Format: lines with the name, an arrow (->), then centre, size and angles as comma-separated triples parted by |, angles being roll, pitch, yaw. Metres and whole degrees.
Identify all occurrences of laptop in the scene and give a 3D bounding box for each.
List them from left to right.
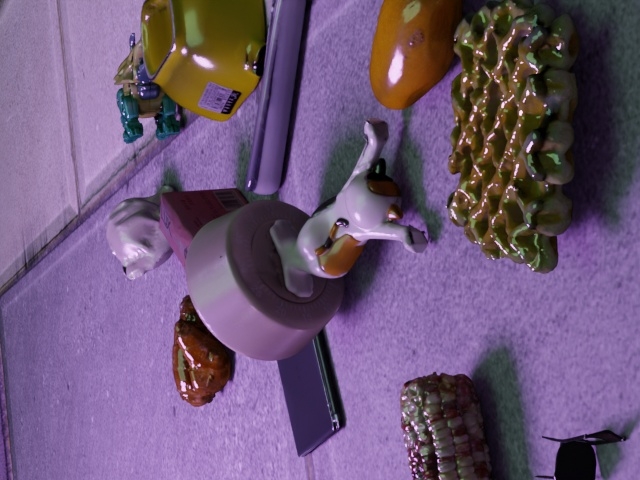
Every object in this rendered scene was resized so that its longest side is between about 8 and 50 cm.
laptop -> -0.019, 0.155, 1.534 | 0.129, 0.016, 0.180 | 131, 132, -57

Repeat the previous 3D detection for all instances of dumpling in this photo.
dumpling -> -0.261, -0.023, 1.961 | 0.127, 0.108, 0.188 | -51, 25, 25

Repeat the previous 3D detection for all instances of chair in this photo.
chair -> 0.202, 0.172, 1.014 | 0.086, 0.037, 0.042 | 147, 129, -68

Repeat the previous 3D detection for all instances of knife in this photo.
knife -> -0.057, -0.178, 1.542 | 0.073, 0.041, 0.265 | -111, 28, -57

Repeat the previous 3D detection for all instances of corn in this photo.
corn -> 0.125, 0.235, 1.155 | 0.079, 0.080, 0.237 | 142, 119, -62

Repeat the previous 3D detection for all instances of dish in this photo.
dish -> -0.165, -0.272, 1.690 | 0.262, 0.108, 0.221 | 162, 102, -66

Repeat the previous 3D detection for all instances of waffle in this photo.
waffle -> 0.159, -0.091, 1.052 | 0.204, 0.054, 0.223 | -142, 52, -73

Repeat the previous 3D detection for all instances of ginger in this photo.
ginger -> -0.173, 0.147, 1.806 | 0.103, 0.073, 0.162 | 143, 121, -61

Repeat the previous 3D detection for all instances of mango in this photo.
mango -> 0.083, -0.180, 1.187 | 0.190, 0.075, 0.098 | 119, 163, -61

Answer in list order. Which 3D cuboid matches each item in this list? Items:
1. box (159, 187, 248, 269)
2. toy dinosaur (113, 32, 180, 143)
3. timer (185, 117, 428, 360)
box -> -0.136, -0.010, 1.658 | 0.156, 0.111, 0.060 | -129, 41, -55
toy dinosaur -> -0.273, -0.216, 1.972 | 0.259, 0.094, 0.153 | 146, 118, -71
timer -> 0.000, 0.000, 1.348 | 0.266, 0.175, 0.175 | -35, 60, 44
